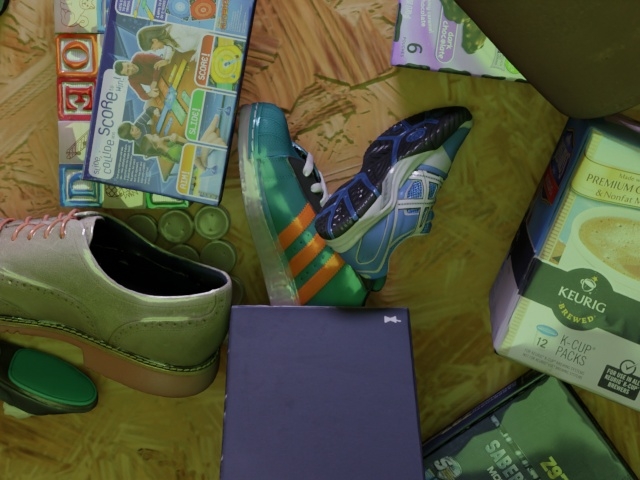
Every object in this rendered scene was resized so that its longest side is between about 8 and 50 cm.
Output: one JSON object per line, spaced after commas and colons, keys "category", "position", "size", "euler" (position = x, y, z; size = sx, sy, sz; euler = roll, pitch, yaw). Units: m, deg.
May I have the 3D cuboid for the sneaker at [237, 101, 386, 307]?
{"category": "sneaker", "position": [0.000, 0.000, 1.912], "size": [0.121, 0.108, 0.302], "euler": [-13, 107, 6]}

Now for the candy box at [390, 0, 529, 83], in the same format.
{"category": "candy box", "position": [0.174, -0.238, 1.863], "size": [0.196, 0.070, 0.165], "euler": [8, 101, 3]}

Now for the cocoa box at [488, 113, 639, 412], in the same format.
{"category": "cocoa box", "position": [0.358, 0.042, 1.818], "size": [0.347, 0.231, 0.228], "euler": [22, 102, 0]}

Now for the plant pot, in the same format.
{"category": "plant pot", "position": [0.228, -0.239, 1.714], "size": [0.263, 0.263, 0.229], "euler": [-29, 113, 10]}

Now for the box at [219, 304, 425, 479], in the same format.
{"category": "box", "position": [-0.003, 0.276, 1.793], "size": [0.179, 0.343, 0.312], "euler": [1, 119, -2]}

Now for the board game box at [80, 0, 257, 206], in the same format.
{"category": "board game box", "position": [-0.143, -0.143, 1.837], "size": [0.136, 0.035, 0.201], "euler": [12, 102, 2]}

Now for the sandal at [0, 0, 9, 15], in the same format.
{"category": "sandal", "position": [-0.436, -0.249, 1.923], "size": [0.254, 0.054, 0.097], "euler": [-7, 100, 6]}

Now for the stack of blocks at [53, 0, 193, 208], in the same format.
{"category": "stack of blocks", "position": [-0.166, -0.183, 1.895], "size": [0.171, 0.087, 0.297], "euler": [1, 101, 5]}

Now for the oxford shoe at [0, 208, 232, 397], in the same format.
{"category": "oxford shoe", "position": [-0.269, 0.013, 1.896], "size": [0.397, 0.140, 0.146], "euler": [19, 126, -3]}

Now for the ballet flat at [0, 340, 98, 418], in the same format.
{"category": "ballet flat", "position": [-0.327, 0.138, 1.988], "size": [0.203, 0.074, 0.074], "euler": [23, 102, -6]}

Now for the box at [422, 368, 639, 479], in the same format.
{"category": "box", "position": [0.223, 0.263, 1.961], "size": [0.183, 0.059, 0.233], "euler": [-35, 97, 9]}

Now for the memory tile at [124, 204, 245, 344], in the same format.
{"category": "memory tile", "position": [-0.136, 0.039, 1.974], "size": [0.113, 0.012, 0.148], "euler": [-8, 99, 6]}

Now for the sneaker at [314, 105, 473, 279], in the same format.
{"category": "sneaker", "position": [0.079, -0.050, 1.875], "size": [0.211, 0.080, 0.081], "euler": [-47, 117, -25]}
